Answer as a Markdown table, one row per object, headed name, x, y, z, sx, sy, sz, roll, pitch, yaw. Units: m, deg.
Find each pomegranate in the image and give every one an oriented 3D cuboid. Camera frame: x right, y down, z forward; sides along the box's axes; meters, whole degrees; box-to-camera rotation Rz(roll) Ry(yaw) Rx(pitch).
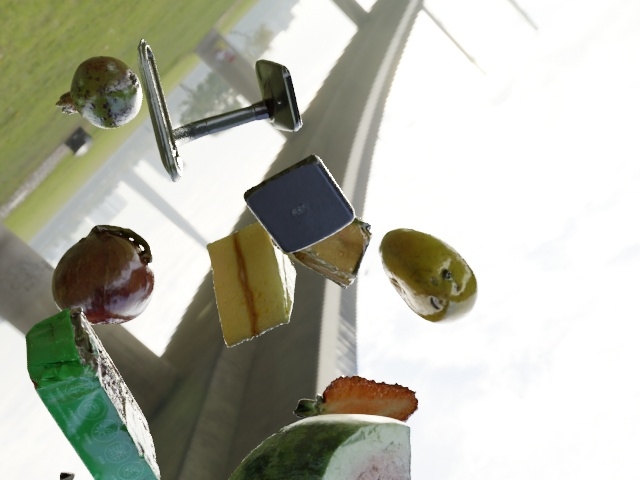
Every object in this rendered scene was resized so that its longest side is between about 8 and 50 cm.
| name | x | y | z | sx | sy | sz | roll | pitch | yaw |
| --- | --- | --- | --- | --- | --- | --- | --- | --- | --- |
| pomegranate | -0.486 | -0.319 | 1.796 | 0.205 | 0.159 | 0.159 | -10 | -149 | 26 |

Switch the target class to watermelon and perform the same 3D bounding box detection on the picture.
| name | x | y | z | sx | sy | sz | roll | pitch | yaw |
| --- | --- | --- | --- | --- | --- | --- | --- | --- | --- |
| watermelon | 0.013 | 0.383 | 1.276 | 0.310 | 0.231 | 0.193 | -5 | 152 | -44 |

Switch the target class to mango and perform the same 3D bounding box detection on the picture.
| name | x | y | z | sx | sy | sz | roll | pitch | yaw |
| --- | --- | --- | --- | --- | --- | --- | --- | --- | --- |
| mango | 0.282 | 0.083 | 2.223 | 0.182 | 0.253 | 0.365 | -32 | -146 | -9 |

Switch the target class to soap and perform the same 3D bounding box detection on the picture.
| name | x | y | z | sx | sy | sz | roll | pitch | yaw |
| --- | --- | --- | --- | --- | --- | --- | --- | --- | --- |
| soap | -0.334 | 0.253 | 1.234 | 0.098 | 0.273 | 0.218 | -27 | -148 | -10 |

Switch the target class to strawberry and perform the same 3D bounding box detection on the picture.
| name | x | y | z | sx | sy | sz | roll | pitch | yaw |
| --- | --- | --- | --- | --- | --- | --- | --- | --- | --- |
| strawberry | 0.082 | 0.409 | 1.893 | 0.106 | 0.286 | 0.188 | 89 | -5 | -50 |

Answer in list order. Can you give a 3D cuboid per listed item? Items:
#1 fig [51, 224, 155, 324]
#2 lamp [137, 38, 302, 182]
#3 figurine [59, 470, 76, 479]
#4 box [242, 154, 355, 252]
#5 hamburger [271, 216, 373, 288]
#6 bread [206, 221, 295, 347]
| name | x | y | z | sx | sy | sz | roll | pitch | yaw |
| --- | --- | --- | --- | --- | --- | --- | --- | --- | --- |
| fig | -0.402 | 0.065 | 1.550 | 0.205 | 0.205 | 0.205 | -43 | -166 | 14 |
| lamp | -0.164 | -0.229 | 1.254 | 0.283 | 0.203 | 0.125 | -27 | -153 | -36 |
| figurine | -0.519 | 0.601 | 1.675 | 0.287 | 0.176 | 0.186 | -53 | -158 | 38 |
| box | -0.029 | -0.049 | 1.173 | 0.126 | 0.125 | 0.027 | -27 | -150 | 15 |
| hamburger | 0.000 | 0.000 | 1.811 | 0.135 | 0.208 | 0.155 | 121 | -11 | -70 |
| bread | -0.157 | 0.086 | 1.785 | 0.168 | 0.163 | 0.264 | -25 | -162 | 8 |
